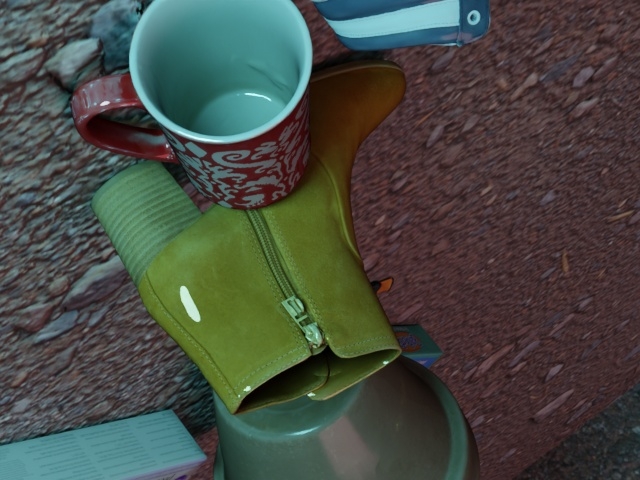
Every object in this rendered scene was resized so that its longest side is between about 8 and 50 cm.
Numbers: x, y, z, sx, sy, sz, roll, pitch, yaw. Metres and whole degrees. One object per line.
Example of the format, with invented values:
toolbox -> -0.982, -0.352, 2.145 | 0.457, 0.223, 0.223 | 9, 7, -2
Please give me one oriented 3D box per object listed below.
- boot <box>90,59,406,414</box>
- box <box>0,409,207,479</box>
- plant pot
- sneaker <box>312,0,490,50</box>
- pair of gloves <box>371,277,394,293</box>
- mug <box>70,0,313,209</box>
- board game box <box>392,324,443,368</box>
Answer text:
boot -> 0.000, 0.000, 1.307 | 0.295, 0.211, 0.104 | -28, 158, -30
box -> -0.227, 0.211, 1.584 | 0.063, 0.067, 0.324 | -48, 160, 25
plant pot -> 0.002, 0.180, 1.702 | 0.263, 0.263, 0.229 | -36, 144, -9
sneaker -> 0.100, -0.219, 1.044 | 0.282, 0.099, 0.153 | -30, 119, 7
pair of gloves -> 0.036, 0.072, 1.833 | 0.074, 0.010, 0.083 | -20, 152, -43
mug -> -0.073, -0.094, 1.178 | 0.169, 0.150, 0.113 | 77, 29, -73
board game box -> 0.022, 0.179, 1.988 | 0.210, 0.047, 0.160 | -47, 159, 18
